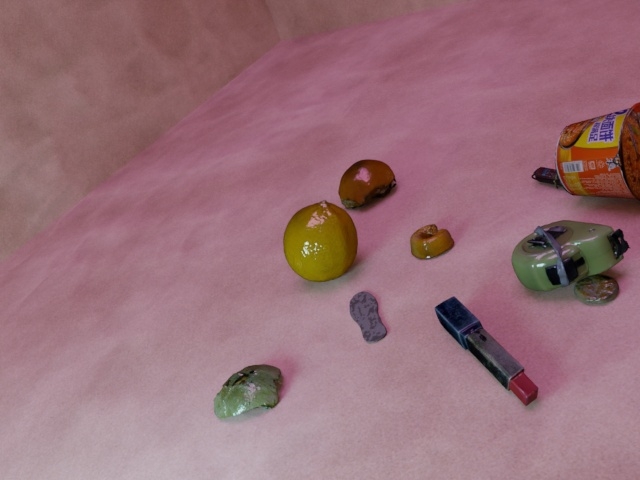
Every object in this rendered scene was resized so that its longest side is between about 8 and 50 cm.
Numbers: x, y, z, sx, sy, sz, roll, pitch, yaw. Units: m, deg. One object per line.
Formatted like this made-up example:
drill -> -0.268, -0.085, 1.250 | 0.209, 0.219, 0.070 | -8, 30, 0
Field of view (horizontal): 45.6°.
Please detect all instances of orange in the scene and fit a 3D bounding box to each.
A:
orange -> 0.121, -0.163, 2.089 | 0.160, 0.112, 0.170 | -11, 19, 25

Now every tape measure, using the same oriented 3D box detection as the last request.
tape measure -> 0.460, 0.023, 1.481 | 0.175, 0.106, 0.200 | -31, 19, -13

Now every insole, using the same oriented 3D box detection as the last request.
insole -> 0.101, 0.162, 1.637 | 0.065, 0.006, 0.193 | -23, 28, 0

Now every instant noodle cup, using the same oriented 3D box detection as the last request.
instant noodle cup -> 0.621, -0.181, 1.637 | 0.174, 0.213, 0.213 | -1, 35, 51

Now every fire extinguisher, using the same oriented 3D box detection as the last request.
fire extinguisher -> 0.548, -0.149, 1.798 | 0.056, 0.039, 0.132 | -27, 26, -25

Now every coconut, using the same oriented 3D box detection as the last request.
coconut -> -0.143, 0.299, 1.538 | 0.158, 0.055, 0.133 | -42, 31, -28

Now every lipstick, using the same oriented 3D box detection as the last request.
lipstick -> 0.302, 0.199, 1.373 | 0.051, 0.051, 0.312 | -27, 30, -8

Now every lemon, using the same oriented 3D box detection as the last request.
lemon -> 0.000, 0.000, 1.799 | 0.178, 0.203, 0.178 | 3, 23, -1

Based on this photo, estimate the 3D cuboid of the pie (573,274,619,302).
pie -> 0.516, 0.091, 1.424 | 0.085, 0.017, 0.085 | -18, 28, 10

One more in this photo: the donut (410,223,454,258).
donut -> 0.252, 0.000, 1.766 | 0.097, 0.043, 0.108 | -34, 25, -19
